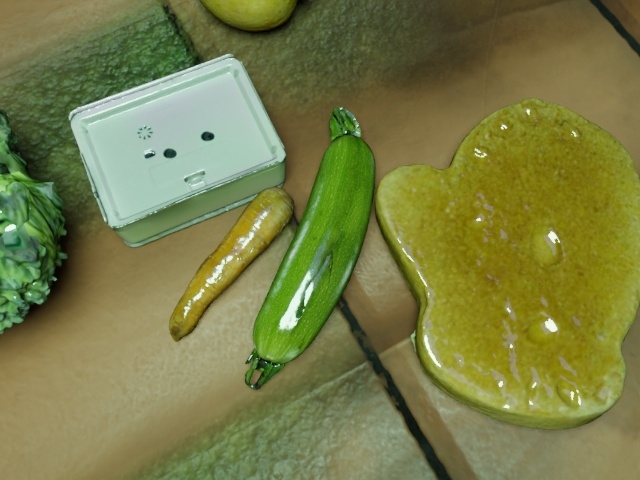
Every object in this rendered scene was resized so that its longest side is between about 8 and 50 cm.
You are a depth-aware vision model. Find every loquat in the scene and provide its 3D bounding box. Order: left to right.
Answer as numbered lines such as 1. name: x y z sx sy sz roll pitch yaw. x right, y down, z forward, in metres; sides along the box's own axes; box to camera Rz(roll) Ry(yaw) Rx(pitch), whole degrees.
1. loquat: -0.077 -0.321 0.646 0.163 0.137 0.163 5 52 -6

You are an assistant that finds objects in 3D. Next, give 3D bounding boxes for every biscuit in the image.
1. biscuit: 0.191 0.007 0.583 0.287 0.057 0.344 15 71 2

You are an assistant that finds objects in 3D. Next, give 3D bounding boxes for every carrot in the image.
1. carrot: -0.093 0.023 0.575 0.047 0.047 0.191 35 75 9

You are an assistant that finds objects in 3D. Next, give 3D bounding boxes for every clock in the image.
1. clock: -0.149 -0.098 0.598 0.191 0.071 0.147 -24 74 -10

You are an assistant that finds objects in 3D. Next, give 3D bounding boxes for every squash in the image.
1. squash: 0.003 0.000 0.570 0.080 0.071 0.319 16 70 8

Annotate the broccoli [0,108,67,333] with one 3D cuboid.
1. broccoli: -0.410 -0.008 0.460 0.374 0.302 0.249 26 110 2
